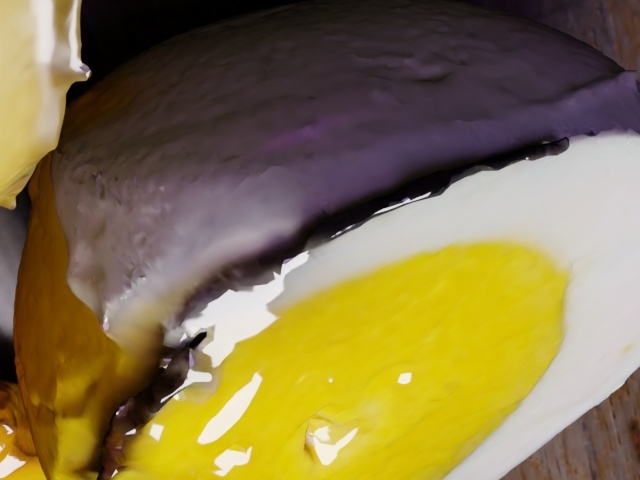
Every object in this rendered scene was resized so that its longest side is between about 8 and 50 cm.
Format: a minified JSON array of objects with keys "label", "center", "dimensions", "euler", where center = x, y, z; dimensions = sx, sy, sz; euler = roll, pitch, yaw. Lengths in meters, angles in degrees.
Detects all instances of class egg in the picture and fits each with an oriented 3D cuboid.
[{"label":"egg","center":[0.000,0.000,0.800],"dimensions":[0.337,0.201,0.337],"euler":[-23,154,-12]}]

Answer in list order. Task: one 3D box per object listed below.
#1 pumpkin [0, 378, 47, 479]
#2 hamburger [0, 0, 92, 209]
[{"label":"pumpkin","center":[-0.216,0.134,0.841],"dimensions":[0.290,0.095,0.258],"euler":[-38,138,11]},{"label":"hamburger","center":[-0.260,-0.122,0.468],"dimensions":[0.277,0.396,0.395],"euler":[-25,128,-23]}]
